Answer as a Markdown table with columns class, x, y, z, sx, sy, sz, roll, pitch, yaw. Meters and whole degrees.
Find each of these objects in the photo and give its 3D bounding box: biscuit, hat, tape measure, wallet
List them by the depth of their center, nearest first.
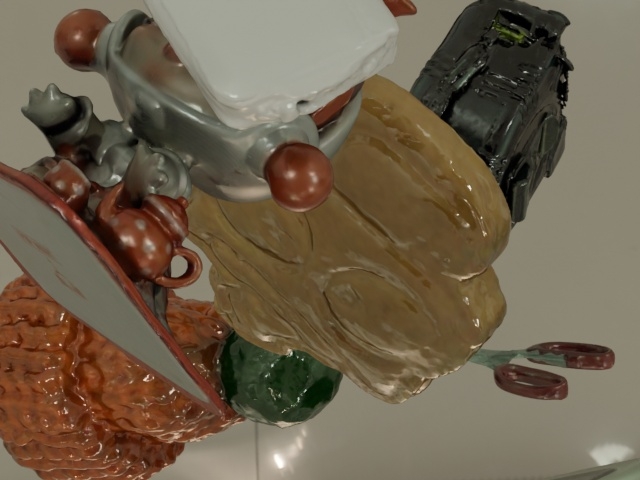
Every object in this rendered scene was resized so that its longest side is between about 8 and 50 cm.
| class | x | y | z | sx | sy | sz | roll | pitch | yaw |
| --- | --- | --- | --- | --- | --- | --- | --- | --- | --- |
| wallet | -0.041 | -0.131 | 0.733 | 0.095 | 0.033 | 0.190 | -24 | 64 | -9 |
| biscuit | -0.003 | 0.003 | 1.155 | 0.269 | 0.376 | 0.051 | 42 | 60 | -1 |
| tape measure | 0.124 | -0.070 | 1.281 | 0.112 | 0.199 | 0.186 | 24 | 63 | 21 |
| hat | -0.184 | 0.166 | 1.857 | 0.285 | 0.400 | 0.285 | -7 | 99 | -49 |

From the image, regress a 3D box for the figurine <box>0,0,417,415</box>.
| class | x | y | z | sx | sy | sz | roll | pitch | yaw |
| --- | --- | --- | --- | --- | --- | --- | --- | --- | --- |
| figurine | -0.053 | -0.065 | 0.821 | 0.226 | 0.183 | 0.160 | -45 | 130 | -16 |

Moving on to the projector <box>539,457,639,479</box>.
| class | x | y | z | sx | sy | sz | roll | pitch | yaw |
| --- | --- | --- | --- | --- | --- | --- | --- | --- | --- |
| projector | 0.282 | 0.397 | 1.839 | 0.248 | 0.249 | 0.248 | -19 | 84 | 37 |

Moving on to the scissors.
| class | x | y | z | sx | sy | sz | roll | pitch | yaw |
| --- | --- | --- | --- | --- | --- | --- | --- | --- | --- |
| scissors | 0.141 | 0.107 | 1.549 | 0.248 | 0.144 | 0.017 | 8 | 106 | 33 |
